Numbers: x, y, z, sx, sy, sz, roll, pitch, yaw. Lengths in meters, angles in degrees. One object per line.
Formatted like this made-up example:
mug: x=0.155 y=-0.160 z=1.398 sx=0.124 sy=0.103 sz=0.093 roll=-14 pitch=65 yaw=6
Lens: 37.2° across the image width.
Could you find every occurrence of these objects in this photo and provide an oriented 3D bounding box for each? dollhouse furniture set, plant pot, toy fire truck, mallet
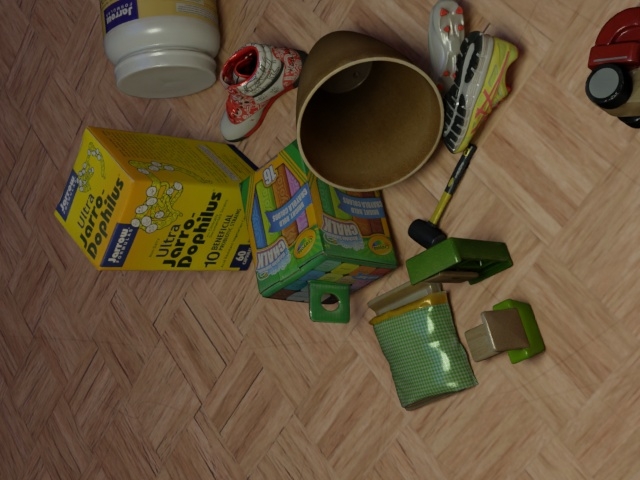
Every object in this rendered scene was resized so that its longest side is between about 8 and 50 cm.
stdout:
dollhouse furniture set: x=0.170 y=0.145 z=1.508 sx=0.301 sy=0.151 sz=0.197 roll=-31 pitch=68 yaw=40
plant pot: x=0.056 y=-0.245 z=1.588 sx=0.237 sy=0.237 sz=0.254 roll=-60 pitch=26 yaw=25
toy fire truck: x=0.468 y=-0.290 z=1.249 sx=0.217 sy=0.158 sz=0.246 roll=3 pitch=79 yaw=45
mallet: x=0.212 y=-0.067 z=1.559 sx=0.062 sy=0.039 sz=0.189 roll=46 pitch=115 yaw=35

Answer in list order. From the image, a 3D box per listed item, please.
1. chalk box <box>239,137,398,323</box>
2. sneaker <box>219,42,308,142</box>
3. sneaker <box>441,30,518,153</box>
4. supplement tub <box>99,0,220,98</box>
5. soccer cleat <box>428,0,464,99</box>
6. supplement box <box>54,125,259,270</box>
chalk box: x=0.000 y=0.000 z=1.639 sx=0.179 sy=0.180 sz=0.289 roll=-34 pitch=60 yaw=40
sneaker: x=-0.154 y=-0.289 z=1.843 sx=0.270 sy=0.145 sz=0.090 roll=-36 pitch=65 yaw=38
sneaker: x=0.252 y=-0.224 z=1.489 sx=0.081 sy=0.094 sz=0.208 roll=-116 pitch=33 yaw=-44
supplement tub: x=-0.334 y=-0.482 z=1.959 sx=0.241 sy=0.241 sz=0.331 roll=-16 pitch=77 yaw=43
soccer cleat: x=0.208 y=-0.294 z=1.555 sx=0.076 sy=0.068 sz=0.196 roll=-134 pitch=42 yaw=-76
supplement box: x=-0.286 y=-0.072 z=1.819 sx=0.195 sy=0.356 sz=0.194 roll=44 pitch=118 yaw=37
